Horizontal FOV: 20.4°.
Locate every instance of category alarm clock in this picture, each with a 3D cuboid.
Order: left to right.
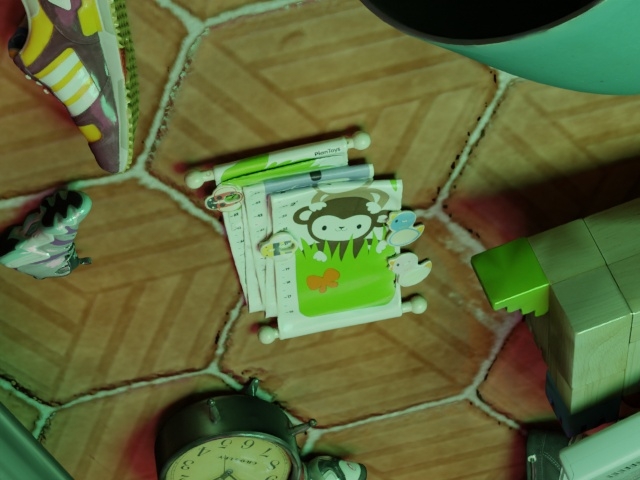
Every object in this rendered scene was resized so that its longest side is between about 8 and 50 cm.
[{"bbox_3d":[-0.094,0.208,1.621,0.129,0.064,0.192,15,127,-26],"label":"alarm clock"}]

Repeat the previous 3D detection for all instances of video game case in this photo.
[{"bbox_3d":[0.389,0.136,1.533,0.329,0.036,0.300,-29,160,15],"label":"video game case"}]

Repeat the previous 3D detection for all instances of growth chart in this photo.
[{"bbox_3d":[0.000,0.000,1.468,0.172,0.021,0.237,-17,136,2],"label":"growth chart"}]

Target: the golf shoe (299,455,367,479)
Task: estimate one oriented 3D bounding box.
[{"bbox_3d":[0.001,0.280,1.712,0.086,0.067,0.186,-2,135,-10],"label":"golf shoe"}]

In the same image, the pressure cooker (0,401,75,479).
[{"bbox_3d":[-0.356,0.280,1.416,0.375,0.370,0.420,-25,135,7],"label":"pressure cooker"}]

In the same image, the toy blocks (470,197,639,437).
[{"bbox_3d":[0.323,0.054,1.507,0.381,0.190,0.261,-20,149,-7],"label":"toy blocks"}]

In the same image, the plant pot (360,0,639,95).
[{"bbox_3d":[0.184,-0.224,1.115,0.293,0.293,0.235,-39,146,24],"label":"plant pot"}]

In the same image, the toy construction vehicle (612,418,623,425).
[{"bbox_3d":[0.304,0.224,1.751,0.086,0.035,0.098,16,129,-26],"label":"toy construction vehicle"}]

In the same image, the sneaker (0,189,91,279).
[{"bbox_3d":[-0.202,0.000,1.411,0.098,0.038,0.069,-29,136,28],"label":"sneaker"}]

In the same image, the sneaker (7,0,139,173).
[{"bbox_3d":[-0.178,-0.126,1.274,0.084,0.069,0.185,-2,129,1],"label":"sneaker"}]

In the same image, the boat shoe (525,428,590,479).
[{"bbox_3d":[0.214,0.266,1.749,0.076,0.080,0.228,16,138,11],"label":"boat shoe"}]
